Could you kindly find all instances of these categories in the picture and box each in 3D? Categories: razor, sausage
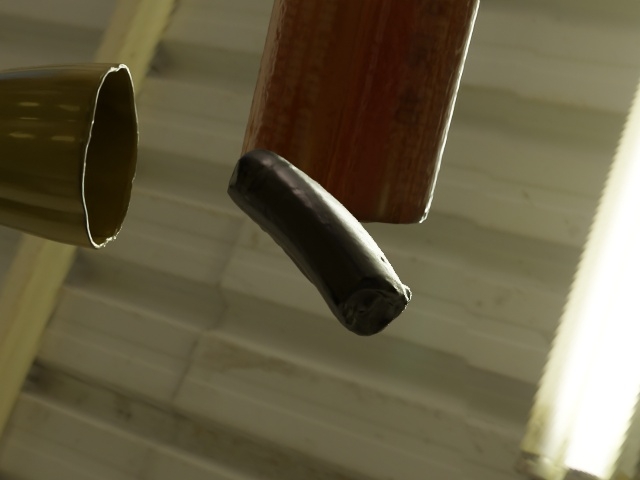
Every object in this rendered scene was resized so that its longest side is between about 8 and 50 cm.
[{"bbox_3d":[0.000,0.000,1.036,0.054,0.090,0.148,-47,-121,7],"label":"razor"},{"bbox_3d":[0.043,-0.182,1.701,0.233,0.233,0.287,22,-76,36],"label":"sausage"}]

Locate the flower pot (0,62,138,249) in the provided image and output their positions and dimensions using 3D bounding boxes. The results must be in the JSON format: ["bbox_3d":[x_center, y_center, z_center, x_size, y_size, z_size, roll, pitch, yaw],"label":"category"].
[{"bbox_3d":[-0.296,-0.096,1.538,0.179,0.195,0.195,7,-108,9],"label":"flower pot"}]
